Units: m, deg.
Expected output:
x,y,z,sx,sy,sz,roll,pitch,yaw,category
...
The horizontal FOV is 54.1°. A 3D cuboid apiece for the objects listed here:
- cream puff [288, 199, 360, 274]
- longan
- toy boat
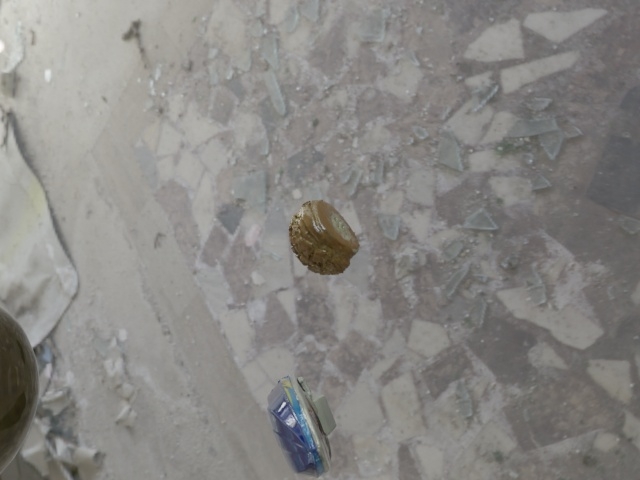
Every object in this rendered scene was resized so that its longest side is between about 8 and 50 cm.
x,y,z,sx,sy,sz,roll,pitch,yaw,category
0.000,0.000,1.273,0.115,0.150,0.165,-39,39,24,cream puff
-0.428,0.176,0.694,0.246,0.215,0.246,-16,67,43,longan
-0.021,0.260,0.871,0.295,0.088,0.129,126,123,-81,toy boat
